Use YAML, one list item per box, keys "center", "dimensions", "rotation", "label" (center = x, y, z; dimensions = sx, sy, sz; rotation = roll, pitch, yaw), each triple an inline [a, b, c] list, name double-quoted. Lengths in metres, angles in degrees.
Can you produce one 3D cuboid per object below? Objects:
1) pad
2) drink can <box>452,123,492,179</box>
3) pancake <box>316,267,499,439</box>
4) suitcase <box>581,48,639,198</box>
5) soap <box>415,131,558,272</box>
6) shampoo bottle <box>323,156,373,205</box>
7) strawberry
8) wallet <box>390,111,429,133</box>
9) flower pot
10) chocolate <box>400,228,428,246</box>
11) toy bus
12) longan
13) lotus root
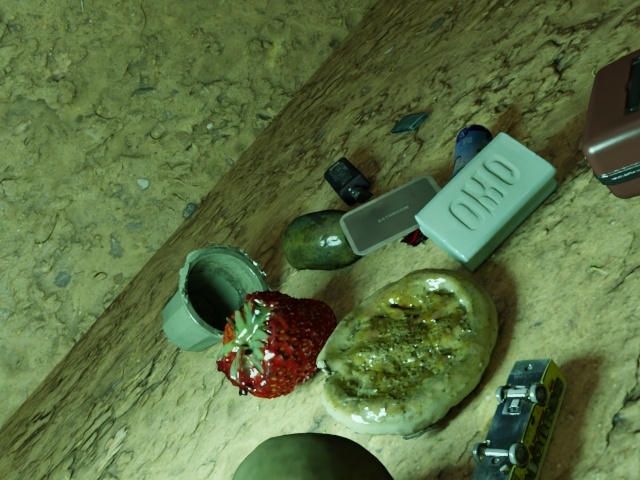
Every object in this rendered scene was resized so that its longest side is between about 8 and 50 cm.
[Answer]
- center: [0.183, -0.067, 1.778]
  dimensions: [0.266, 0.002, 0.176]
  rotation: [-27, 40, 3]
  label: "pad"
- center: [0.371, -0.186, 1.736]
  dimensions: [0.097, 0.097, 0.235]
  rotation: [-29, 25, 31]
  label: "drink can"
- center: [0.152, 0.208, 1.353]
  dimensions: [0.382, 0.071, 0.382]
  rotation: [-23, 34, 17]
  label: "pancake"
- center: [0.618, -0.233, 1.319]
  dimensions: [0.236, 0.161, 0.297]
  rotation: [-23, 30, 42]
  label: "suitcase"
- center: [0.349, -0.082, 1.505]
  dimensions: [0.265, 0.087, 0.160]
  rotation: [-44, 59, -3]
  label: "soap"
- center: [0.088, -0.178, 2.221]
  dimensions: [0.098, 0.071, 0.309]
  rotation: [-40, 22, 4]
  label: "shampoo bottle"
- center: [-0.094, 0.236, 1.635]
  dimensions: [0.261, 0.258, 0.261]
  rotation: [-25, 54, 41]
  label: "strawberry"
- center: [0.289, -0.378, 2.305]
  dimensions: [0.088, 0.026, 0.129]
  rotation: [-46, 21, -18]
  label: "wallet"
- center: [-0.312, 0.188, 2.031]
  dimensions: [0.259, 0.290, 0.290]
  rotation: [-40, 18, 46]
  label: "flower pot"
- center: [0.271, -0.053, 1.749]
  dimensions: [0.182, 0.028, 0.086]
  rotation: [-46, 21, -8]
  label: "chocolate"
- center: [0.292, 0.278, 1.059]
  dimensions: [0.081, 0.074, 0.226]
  rotation: [-16, 34, 46]
  label: "toy bus"
- center: [-0.028, 0.444, 1.063]
  dimensions: [0.350, 0.288, 0.288]
  rotation: [-48, 20, 17]
  label: "longan"
- center: [0.000, 0.000, 1.943]
  dimensions: [0.275, 0.152, 0.160]
  rotation: [-13, 34, 47]
  label: "lotus root"
